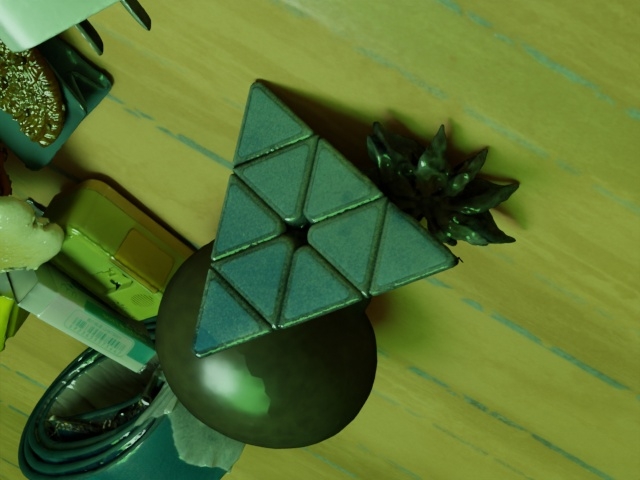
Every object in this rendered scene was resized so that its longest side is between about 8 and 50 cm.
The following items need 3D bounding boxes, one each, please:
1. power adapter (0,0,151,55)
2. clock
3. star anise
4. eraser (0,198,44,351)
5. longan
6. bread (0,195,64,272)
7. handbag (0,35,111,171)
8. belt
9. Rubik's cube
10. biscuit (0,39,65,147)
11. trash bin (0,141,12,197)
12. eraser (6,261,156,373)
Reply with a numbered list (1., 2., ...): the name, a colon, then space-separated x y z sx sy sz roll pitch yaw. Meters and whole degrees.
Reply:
1. power adapter: -0.258 -0.284 1.236 0.187 0.124 0.255 -23 128 18
2. clock: -0.280 0.014 1.773 0.202 0.096 0.143 41 144 -24
3. star anise: 0.117 -0.051 1.405 0.180 0.061 0.204 -4 138 40
4. eraser: -0.453 0.060 1.912 0.069 0.158 0.226 26 150 -4
5. longan: -0.062 0.126 1.646 0.300 0.243 0.300 -3 122 -4
6. bread: -0.466 -0.001 1.670 0.250 0.039 0.182 -14 149 23
7. handbag: -0.354 -0.180 1.586 0.144 0.057 0.221 42 148 -11
8. belt: -0.276 0.267 1.950 0.436 0.300 0.173 -14 133 44
9. Rubik's cube: 0.002 0.001 1.432 0.233 0.228 0.229 13 130 -13
10. biscuit: -0.363 -0.202 1.502 0.206 0.025 0.126 53 143 -13
11. trash bin: -0.534 -0.082 1.749 0.238 0.161 0.184 -13 177 32
12. eraser: -0.331 0.100 1.809 0.225 0.052 0.095 36 -168 -38
